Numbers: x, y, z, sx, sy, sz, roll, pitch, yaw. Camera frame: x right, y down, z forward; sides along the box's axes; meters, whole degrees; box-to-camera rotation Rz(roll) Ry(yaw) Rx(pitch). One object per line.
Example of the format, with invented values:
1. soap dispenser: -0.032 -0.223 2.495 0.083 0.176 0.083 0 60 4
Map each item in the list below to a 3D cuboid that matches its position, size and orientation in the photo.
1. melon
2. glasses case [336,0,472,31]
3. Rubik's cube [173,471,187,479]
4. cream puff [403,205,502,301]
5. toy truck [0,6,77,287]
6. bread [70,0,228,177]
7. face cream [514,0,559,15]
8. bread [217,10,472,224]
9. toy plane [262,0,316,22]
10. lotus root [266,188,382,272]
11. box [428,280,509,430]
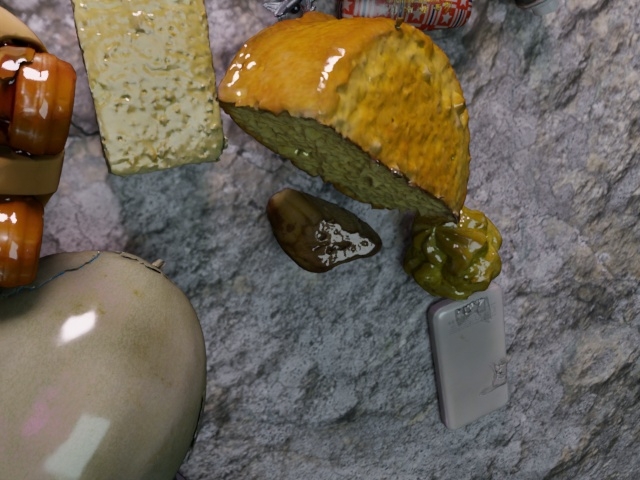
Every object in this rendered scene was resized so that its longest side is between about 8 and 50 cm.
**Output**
1. melon: -0.254 0.161 0.604 0.268 0.268 0.330 35 66 -33
2. glasses case: 0.114 -0.304 0.734 0.194 0.049 0.073 -14 115 -21
3. Rubik's cube: -0.260 0.513 0.702 0.359 0.363 0.362 -36 121 -7
4. cream puff: 0.194 0.014 0.864 0.156 0.121 0.156 -9 117 -18
5. toy truck: -0.341 -0.078 0.502 0.204 0.211 0.288 7 110 -30
6. bread: -0.179 -0.173 0.608 0.138 0.102 0.196 -16 114 -23
7. face cream: 0.240 -0.411 0.740 0.073 0.073 0.283 -47 123 -3
8. bread: 0.055 -0.157 0.669 0.340 0.194 0.179 27 83 -44
9. toy plane: -0.027 -0.291 0.678 0.083 0.031 0.078 -45 123 -4
10. lotus root: 0.002 -0.001 0.770 0.159 0.135 0.095 18 103 -18
11. box: 0.272 0.214 1.034 0.142 0.044 0.285 -21 119 -16
